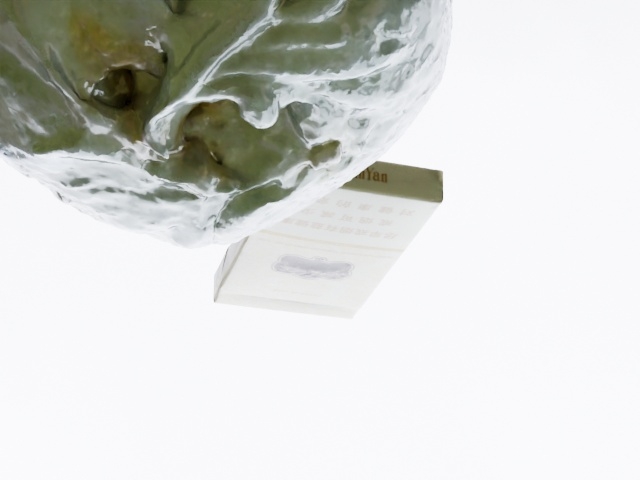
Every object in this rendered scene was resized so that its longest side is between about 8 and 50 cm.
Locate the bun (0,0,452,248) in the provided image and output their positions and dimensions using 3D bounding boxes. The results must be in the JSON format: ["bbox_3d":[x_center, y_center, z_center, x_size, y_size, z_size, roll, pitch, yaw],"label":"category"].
[{"bbox_3d":[-0.032,-0.051,0.414,0.140,0.141,0.083,-8,-131,-1],"label":"bun"}]

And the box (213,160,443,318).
[{"bbox_3d":[0.000,0.000,0.880,0.090,0.167,0.024,8,-117,-14],"label":"box"}]
